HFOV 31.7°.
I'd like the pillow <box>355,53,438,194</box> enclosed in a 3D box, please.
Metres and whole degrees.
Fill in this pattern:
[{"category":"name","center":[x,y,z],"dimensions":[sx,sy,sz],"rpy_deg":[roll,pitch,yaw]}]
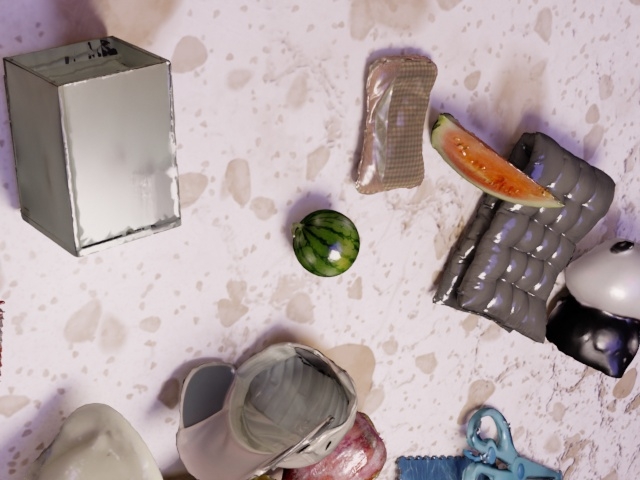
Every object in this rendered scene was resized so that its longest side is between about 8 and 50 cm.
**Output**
[{"category":"pillow","center":[0.111,-0.171,1.668],"dimensions":[0.135,0.034,0.211],"rpy_deg":[-8,114,-33]}]

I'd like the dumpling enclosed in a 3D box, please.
[{"category":"dumpling","center":[-0.287,0.390,1.504],"dimensions":[0.187,0.243,0.318],"rpy_deg":[-35,144,-56]}]

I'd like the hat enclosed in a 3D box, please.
[{"category":"hat","center":[-0.072,0.265,1.612],"dimensions":[0.275,0.232,0.161],"rpy_deg":[-34,131,-43]}]

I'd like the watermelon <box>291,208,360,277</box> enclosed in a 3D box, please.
[{"category":"watermelon","center":[0.005,0.001,1.630],"dimensions":[0.109,0.109,0.109],"rpy_deg":[-17,120,-31]}]

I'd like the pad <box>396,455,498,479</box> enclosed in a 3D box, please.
[{"category":"pad","center":[0.243,0.519,2.017],"dimensions":[0.269,0.012,0.270],"rpy_deg":[7,72,-40]}]

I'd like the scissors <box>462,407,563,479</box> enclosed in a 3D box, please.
[{"category":"scissors","center":[0.365,0.426,2.128],"dimensions":[0.393,0.032,0.180],"rpy_deg":[27,69,-49]}]

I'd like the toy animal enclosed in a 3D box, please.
[{"category":"toy animal","center":[0.520,0.109,2.029],"dimensions":[0.187,0.165,0.235],"rpy_deg":[12,101,-42]}]

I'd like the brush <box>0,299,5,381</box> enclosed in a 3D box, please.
[{"category":"brush","center":[-0.411,0.045,1.358],"dimensions":[0.050,0.060,0.321],"rpy_deg":[-17,121,-45]}]

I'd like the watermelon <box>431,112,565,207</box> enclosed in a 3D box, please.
[{"category":"watermelon","center":[0.262,-0.117,1.736],"dimensions":[0.245,0.119,0.063],"rpy_deg":[37,85,-13]}]

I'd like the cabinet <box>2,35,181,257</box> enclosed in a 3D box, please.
[{"category":"cabinet","center":[-0.268,-0.116,1.325],"dimensions":[0.145,0.150,0.206],"rpy_deg":[-19,122,-34]}]

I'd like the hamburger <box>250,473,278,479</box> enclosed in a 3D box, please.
[{"category":"hamburger","center":[-0.128,0.511,1.641],"dimensions":[0.277,0.318,0.195],"rpy_deg":[-24,165,8]}]

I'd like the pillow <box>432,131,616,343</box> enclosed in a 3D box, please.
[{"category":"pillow","center":[0.347,-0.001,1.888],"dimensions":[0.228,0.101,0.326],"rpy_deg":[24,94,-41]}]

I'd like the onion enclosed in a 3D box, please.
[{"category":"onion","center":[0.007,0.345,1.762],"dimensions":[0.195,0.159,0.159],"rpy_deg":[-41,130,-4]}]
